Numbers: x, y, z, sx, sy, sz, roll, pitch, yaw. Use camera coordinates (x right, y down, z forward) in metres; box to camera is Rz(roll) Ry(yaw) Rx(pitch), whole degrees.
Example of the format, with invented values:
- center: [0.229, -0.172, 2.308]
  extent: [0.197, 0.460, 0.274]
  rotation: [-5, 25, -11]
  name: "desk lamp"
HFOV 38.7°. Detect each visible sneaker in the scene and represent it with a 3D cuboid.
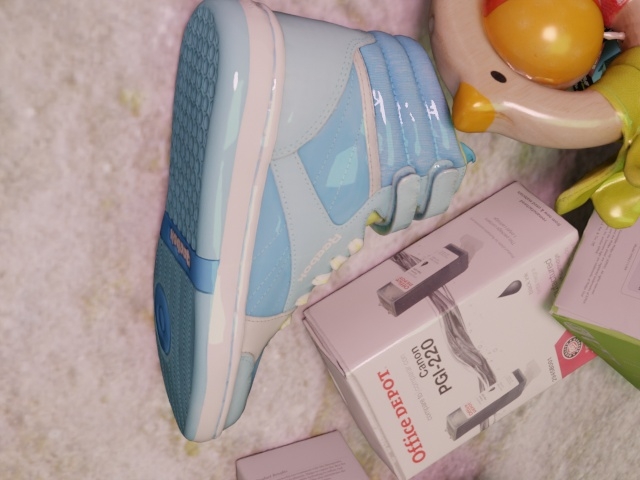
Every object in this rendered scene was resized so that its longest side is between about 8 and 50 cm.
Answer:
- center: [0.000, 0.000, 0.632]
  extent: [0.208, 0.127, 0.319]
  rotation: [-2, 121, -25]
  name: "sneaker"

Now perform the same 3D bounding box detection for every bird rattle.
- center: [0.174, -0.143, 0.587]
  extent: [0.207, 0.143, 0.253]
  rotation: [3, 75, -10]
  name: "bird rattle"

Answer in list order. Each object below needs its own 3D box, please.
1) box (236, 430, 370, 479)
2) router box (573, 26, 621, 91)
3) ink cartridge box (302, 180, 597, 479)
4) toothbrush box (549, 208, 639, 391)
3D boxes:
- center: [-0.013, 0.241, 0.800]
  extent: [0.101, 0.087, 0.102]
  rotation: [-12, 125, -21]
  name: "box"
- center: [0.257, -0.153, 0.728]
  extent: [0.122, 0.038, 0.092]
  rotation: [-38, 130, -2]
  name: "router box"
- center: [0.115, 0.078, 0.764]
  extent: [0.218, 0.092, 0.158]
  rotation: [-30, 129, -6]
  name: "ink cartridge box"
- center: [0.332, 0.031, 0.768]
  extent: [0.283, 0.122, 0.206]
  rotation: [35, 79, -49]
  name: "toothbrush box"
